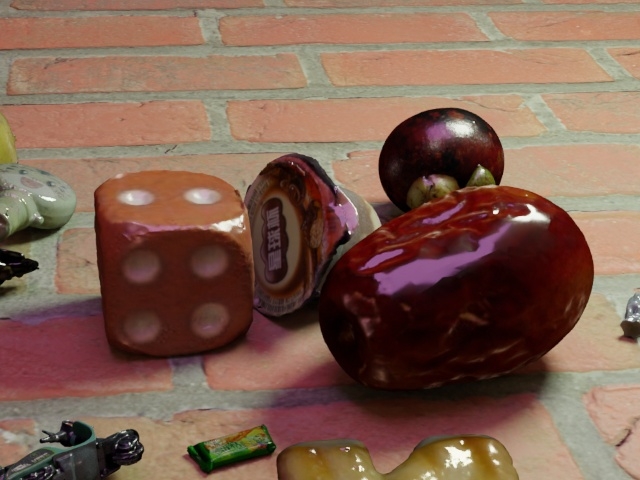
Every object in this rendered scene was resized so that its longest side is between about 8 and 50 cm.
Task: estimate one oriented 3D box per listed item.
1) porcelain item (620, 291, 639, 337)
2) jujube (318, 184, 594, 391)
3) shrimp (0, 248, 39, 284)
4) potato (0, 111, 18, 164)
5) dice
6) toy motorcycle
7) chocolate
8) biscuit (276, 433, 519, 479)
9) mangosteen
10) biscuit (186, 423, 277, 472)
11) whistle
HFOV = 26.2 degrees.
[{"bbox_3d":[0.389,0.090,1.684,0.036,0.028,0.083,28,32,13],"label":"porcelain item"},{"bbox_3d":[0.156,0.056,1.548,0.318,0.223,0.223,-19,33,-28],"label":"jujube"},{"bbox_3d":[-0.535,0.014,1.745,0.364,0.071,0.233,-1,20,-2],"label":"shrimp"},{"bbox_3d":[-0.552,-0.162,2.038,0.202,0.117,0.182,-14,33,-30],"label":"potato"},{"bbox_3d":[-0.174,0.022,1.621,0.179,0.174,0.175,-4,25,-9],"label":"dice"},{"bbox_3d":[-0.258,0.220,1.349,0.173,0.058,0.100,-23,30,-37],"label":"toy motorcycle"},{"bbox_3d":[0.006,-0.005,1.698,0.147,0.221,0.221,3,22,-33],"label":"chocolate"},{"bbox_3d":[0.088,0.274,1.252,0.236,0.062,0.291,-3,27,-10],"label":"biscuit"},{"bbox_3d":[0.176,-0.088,1.895,0.199,0.200,0.200,1,26,-1],"label":"mangosteen"},{"bbox_3d":[-0.088,0.213,1.416,0.089,0.016,0.046,-11,29,-25],"label":"biscuit"},{"bbox_3d":[-0.398,-0.046,1.824,0.126,0.067,0.258,21,14,-3],"label":"whistle"}]
